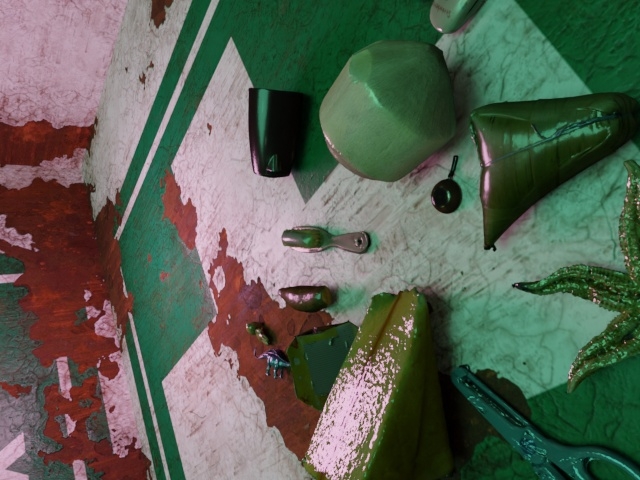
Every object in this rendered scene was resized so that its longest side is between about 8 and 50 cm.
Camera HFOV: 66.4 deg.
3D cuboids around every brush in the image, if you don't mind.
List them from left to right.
[{"bbox_3d":[-0.001,0.002,1.236,0.312,0.067,0.072,5,95,49],"label":"brush"}]

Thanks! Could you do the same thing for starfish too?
[{"bbox_3d":[0.454,0.100,0.658,0.347,0.078,0.358,-55,52,37],"label":"starfish"}]

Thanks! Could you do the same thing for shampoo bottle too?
[{"bbox_3d":[0.245,0.399,0.976,0.048,0.027,0.137,-18,77,56],"label":"shampoo bottle"}]

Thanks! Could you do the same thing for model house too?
[{"bbox_3d":[0.034,0.306,1.178,0.136,0.207,0.220,145,109,-87],"label":"model house"}]

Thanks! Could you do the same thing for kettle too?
[{"bbox_3d":[-0.135,-0.289,1.332,0.202,0.143,0.232,-138,52,-65],"label":"kettle"}]

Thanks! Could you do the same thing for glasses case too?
[{"bbox_3d":[0.272,-0.467,0.872,0.204,0.051,0.081,-53,54,38],"label":"glasses case"}]

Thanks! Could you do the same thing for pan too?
[{"bbox_3d":[0.244,-0.109,0.950,0.068,0.023,0.115,25,112,49],"label":"pan"}]

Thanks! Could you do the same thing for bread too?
[{"bbox_3d":[0.098,0.281,0.974,0.233,0.244,0.362,-8,87,64],"label":"bread"}]

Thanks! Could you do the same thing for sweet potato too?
[{"bbox_3d":[-0.049,0.156,1.297,0.243,0.077,0.077,-11,83,54],"label":"sweet potato"}]

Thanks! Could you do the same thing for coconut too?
[{"bbox_3d":[0.136,-0.251,0.916,0.266,0.237,0.238,-41,61,50],"label":"coconut"}]

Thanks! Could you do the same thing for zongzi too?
[{"bbox_3d":[0.350,-0.093,0.758,0.228,0.114,0.256,9,105,46],"label":"zongzi"}]

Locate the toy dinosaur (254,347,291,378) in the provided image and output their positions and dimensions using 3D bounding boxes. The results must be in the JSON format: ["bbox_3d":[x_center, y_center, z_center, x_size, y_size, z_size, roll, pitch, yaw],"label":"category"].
[{"bbox_3d":[-0.132,0.359,1.435,0.197,0.045,0.080,7,85,44],"label":"toy dinosaur"}]

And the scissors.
[{"bbox_3d":[0.366,0.347,0.819,0.393,0.032,0.180,43,123,42],"label":"scissors"}]

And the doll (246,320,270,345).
[{"bbox_3d":[-0.192,0.288,1.498,0.093,0.051,0.062,56,160,37],"label":"doll"}]
